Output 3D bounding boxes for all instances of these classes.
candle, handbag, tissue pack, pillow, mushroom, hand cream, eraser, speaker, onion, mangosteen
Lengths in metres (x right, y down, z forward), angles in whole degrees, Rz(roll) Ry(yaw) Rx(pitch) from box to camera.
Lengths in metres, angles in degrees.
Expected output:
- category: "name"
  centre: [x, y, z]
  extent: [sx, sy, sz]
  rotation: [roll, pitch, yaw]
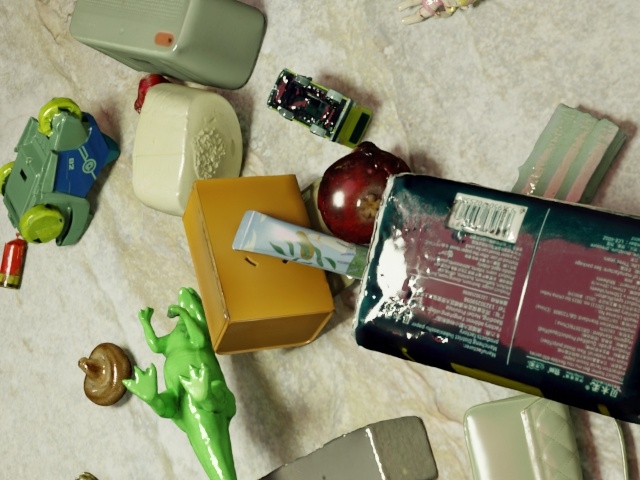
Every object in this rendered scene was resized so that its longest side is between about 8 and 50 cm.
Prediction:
- category: "candle"
  centre: [-0.706, 0.045, 2.497]
  extent: [0.052, 0.052, 0.130]
  rotation: [1, 79, 41]
- category: "handbag"
  centre: [0.323, 0.328, 1.520]
  extent: [0.219, 0.079, 0.256]
  rotation: [-16, 69, 22]
- category: "tissue pack"
  centre: [-0.116, 0.040, 1.873]
  extent: [0.145, 0.194, 0.274]
  rotation: [122, 138, -52]
- category: "pillow"
  centre: [0.000, 0.000, 1.904]
  extent: [0.130, 0.033, 0.217]
  rotation: [-39, 56, 35]
- category: "mushroom"
  centre: [-0.428, 0.268, 2.178]
  extent: [0.109, 0.085, 0.126]
  rotation: [17, 88, 7]
- category: "hand cream"
  centre: [-0.015, 0.017, 1.804]
  extent: [0.256, 0.055, 0.088]
  rotation: [15, 56, 4]
- category: "eraser"
  centre: [0.021, 0.393, 1.760]
  extent: [0.352, 0.077, 0.111]
  rotation: [-33, 62, 30]
- category: "speaker"
  centre: [-0.319, -0.431, 2.192]
  extent: [0.406, 0.184, 0.183]
  rotation: [19, 91, 43]
- category: "onion"
  centre: [-0.336, -0.289, 2.227]
  extent: [0.097, 0.107, 0.107]
  rotation: [-26, 53, -13]
- category: "tissue pack"
  centre: [0.288, 0.071, 1.454]
  extent: [0.417, 0.253, 0.264]
  rotation: [12, 89, 32]
- category: "mangosteen"
  centre: [0.071, -0.080, 1.790]
  extent: [0.166, 0.166, 0.180]
  rotation: [-60, 25, 12]

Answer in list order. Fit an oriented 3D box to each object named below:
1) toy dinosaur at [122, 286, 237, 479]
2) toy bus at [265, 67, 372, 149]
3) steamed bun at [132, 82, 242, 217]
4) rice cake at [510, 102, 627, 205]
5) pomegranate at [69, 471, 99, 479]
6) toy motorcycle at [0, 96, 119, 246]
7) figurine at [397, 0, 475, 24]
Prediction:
- category: "toy dinosaur"
  centre: [-0.186, 0.319, 1.871]
  extent: [0.144, 0.374, 0.500]
  rotation: [-23, 87, 5]
- category: "toy bus"
  centre: [-0.004, -0.232, 1.922]
  extent: [0.175, 0.101, 0.088]
  rotation: [32, 100, 36]
- category: "steamed bun"
  centre: [-0.255, -0.170, 2.091]
  extent: [0.200, 0.155, 0.250]
  rotation: [12, 94, 45]
- category: "rice cake"
  centre: [0.349, -0.079, 1.616]
  extent: [0.127, 0.043, 0.237]
  rotation: [30, 99, 42]
- category: "pomegranate"
  centre: [-0.381, 0.535, 1.981]
  extent: [0.202, 0.202, 0.248]
  rotation: [-36, 87, 29]
- category: "toy motorcycle"
  centre: [-0.548, -0.159, 2.330]
  extent: [0.191, 0.200, 0.326]
  rotation: [53, 125, 36]
- category: "figurine"
  centre: [0.204, -0.411, 1.820]
  extent: [0.187, 0.083, 0.083]
  rotation: [-17, 68, 50]
